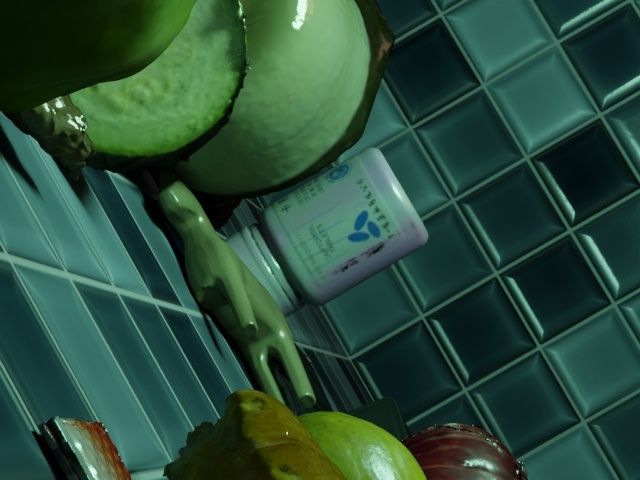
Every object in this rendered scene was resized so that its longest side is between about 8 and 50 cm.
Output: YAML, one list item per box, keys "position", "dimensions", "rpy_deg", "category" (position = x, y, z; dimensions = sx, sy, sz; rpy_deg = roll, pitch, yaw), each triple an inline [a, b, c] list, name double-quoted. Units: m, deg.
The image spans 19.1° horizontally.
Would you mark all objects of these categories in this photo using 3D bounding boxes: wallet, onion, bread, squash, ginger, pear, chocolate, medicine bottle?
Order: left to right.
- position: [-0.256, -0.183, 1.510]
  dimensions: [0.290, 0.084, 0.122]
  rpy_deg: [60, 9, 24]
  category: "ginger"
- position: [-0.164, -0.171, 1.696]
  dimensions: [0.220, 0.220, 0.133]
  rpy_deg: [60, 6, -3]
  category: "squash"
- position: [-0.098, 0.190, 1.089]
  dimensions: [0.196, 0.020, 0.103]
  rpy_deg: [60, 1, 11]
  category: "wallet"
- position: [-0.107, -0.240, 2.103]
  dimensions: [0.314, 0.326, 0.297]
  rpy_deg: [15, -24, 17]
  category: "chocolate"
- position: [-0.018, 0.203, 1.190]
  dimensions: [0.245, 0.121, 0.174]
  rpy_deg: [-120, -172, -68]
  category: "bread"
- position: [-0.010, 0.213, 2.236]
  dimensions: [0.247, 0.041, 0.323]
  rpy_deg: [56, 10, -54]
  category: "wallet"
- position: [0.000, 0.000, 2.465]
  dimensions: [0.152, 0.254, 0.152]
  rpy_deg: [61, 2, -3]
  category: "medicine bottle"
- position: [0.015, 0.219, 1.557]
  dimensions: [0.162, 0.149, 0.149]
  rpy_deg: [57, 0, 40]
  category: "pear"
- position: [0.094, 0.289, 1.751]
  dimensions: [0.252, 0.219, 0.252]
  rpy_deg: [11, 90, -82]
  category: "onion"

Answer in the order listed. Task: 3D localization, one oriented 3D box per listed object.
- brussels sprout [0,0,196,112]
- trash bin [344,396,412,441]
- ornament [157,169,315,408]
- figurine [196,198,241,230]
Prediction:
- position: [-0.198, -0.239, 1.247]
  dimensions: [0.344, 0.268, 0.344]
  rpy_deg: [55, -4, 6]
  category: "brussels sprout"
- position: [0.081, 0.314, 2.052]
  dimensions: [0.165, 0.115, 0.225]
  rpy_deg: [-104, 169, -56]
  category: "trash bin"
- position: [-0.104, 0.049, 2.075]
  dimensions: [0.230, 0.061, 0.245]
  rpy_deg: [54, 7, -44]
  category: "ornament"
- position: [-0.168, -0.172, 2.360]
  dimensions: [0.187, 0.168, 0.315]
  rpy_deg: [1, 57, -35]
  category: "figurine"
